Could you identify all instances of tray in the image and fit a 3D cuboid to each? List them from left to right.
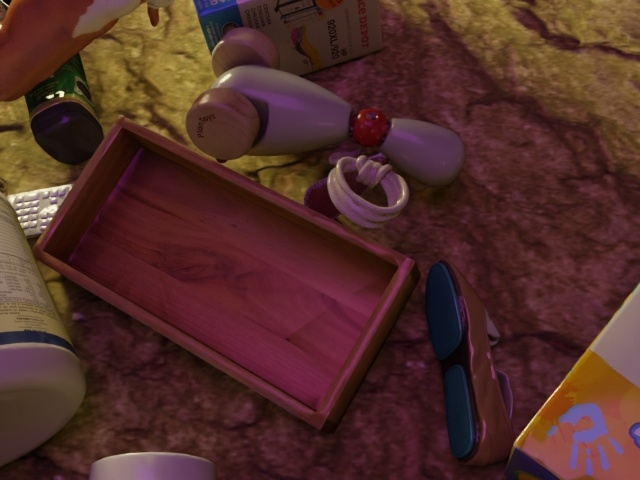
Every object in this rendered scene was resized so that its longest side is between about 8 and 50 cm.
[{"bbox_3d":[-0.115,0.029,0.960,0.411,0.076,0.202,27,81,20],"label":"tray"}]

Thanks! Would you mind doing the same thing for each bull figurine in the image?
[{"bbox_3d":[-0.314,-0.297,1.028,0.310,0.101,0.188,-32,57,7],"label":"bull figurine"}]

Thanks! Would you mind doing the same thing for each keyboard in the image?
[{"bbox_3d":[-0.285,-0.051,1.075,0.256,0.014,0.072,-10,61,1],"label":"keyboard"}]

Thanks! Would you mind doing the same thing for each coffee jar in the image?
[{"bbox_3d":[-0.352,-0.194,1.112,0.079,0.096,0.184,-26,61,4],"label":"coffee jar"}]

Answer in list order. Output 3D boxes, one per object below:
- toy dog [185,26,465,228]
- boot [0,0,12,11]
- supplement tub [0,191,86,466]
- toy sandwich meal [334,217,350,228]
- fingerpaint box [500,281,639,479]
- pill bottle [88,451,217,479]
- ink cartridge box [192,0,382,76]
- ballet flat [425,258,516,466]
[{"bbox_3d":[-0.013,-0.113,1.008,0.334,0.161,0.220,35,53,13],"label":"toy dog"},{"bbox_3d":[-0.428,-0.367,1.209,0.082,0.106,0.219,-23,62,-6],"label":"boot"},{"bbox_3d":[-0.417,0.072,0.890,0.236,0.235,0.324,-28,65,-9],"label":"supplement tub"},{"bbox_3d":[0.000,0.000,1.005,0.086,0.029,0.085,-3,62,5],"label":"toy sandwich meal"},{"bbox_3d":[0.458,0.213,0.763,0.445,0.163,0.371,36,70,23],"label":"fingerpaint box"},{"bbox_3d":[-0.158,0.356,0.752,0.169,0.169,0.301,-6,61,4],"label":"pill bottle"},{"bbox_3d":[-0.053,-0.333,1.111,0.233,0.171,0.168,-19,61,-3],"label":"ink cartridge box"},{"bbox_3d":[0.165,0.131,0.904,0.073,0.080,0.232,7,62,-21],"label":"ballet flat"}]
